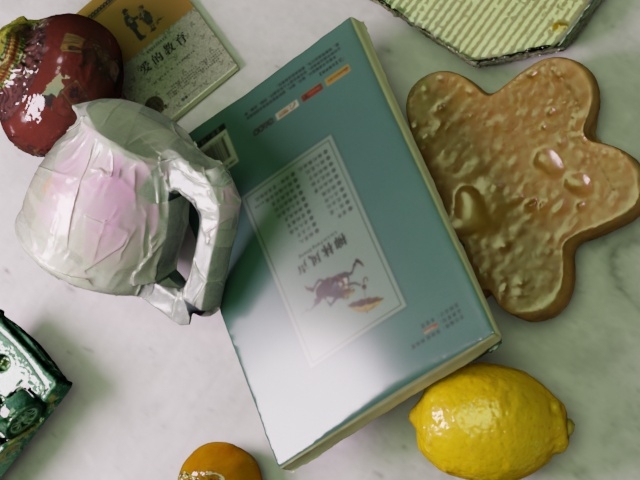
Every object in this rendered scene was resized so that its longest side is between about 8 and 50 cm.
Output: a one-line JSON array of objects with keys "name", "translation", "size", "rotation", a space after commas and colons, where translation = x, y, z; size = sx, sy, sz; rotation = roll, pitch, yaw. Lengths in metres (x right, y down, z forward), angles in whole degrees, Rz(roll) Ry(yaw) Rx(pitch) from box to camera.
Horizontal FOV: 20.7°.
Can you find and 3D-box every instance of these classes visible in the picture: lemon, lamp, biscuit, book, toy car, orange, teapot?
[{"name": "lemon", "translation": [0.159, 0.171, 1.639], "size": [0.155, 0.114, 0.114], "rotation": [7, 83, 8]}, {"name": "lamp", "translation": [-0.283, -0.167, 1.821], "size": [0.157, 0.135, 0.156], "rotation": [13, 77, 55]}, {"name": "biscuit", "translation": [0.138, -0.027, 1.711], "size": [0.355, 0.052, 0.275], "rotation": [-33, 69, 12]}, {"name": "biscuit", "translation": [0.151, -0.262, 1.750], "size": [0.250, 0.046, 0.147], "rotation": [35, 92, 21]}, {"name": "book", "translation": [-0.177, -0.211, 1.870], "size": [0.118, 0.012, 0.172], "rotation": [-39, 71, 8]}, {"name": "toy car", "translation": [-0.398, 0.220, 1.823], "size": [0.141, 0.097, 0.320], "rotation": [43, 97, 20]}, {"name": "orange", "translation": [-0.099, 0.239, 1.740], "size": [0.086, 0.062, 0.086], "rotation": [-3, 78, 15]}, {"name": "teapot", "translation": [-0.191, -0.035, 1.725], "size": [0.221, 0.163, 0.178], "rotation": [50, 126, 41]}, {"name": "book", "translation": [0.000, 0.000, 1.705], "size": [0.264, 0.031, 0.379], "rotation": [-33, 62, 23]}]

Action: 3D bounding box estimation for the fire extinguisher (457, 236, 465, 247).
[{"name": "fire extinguisher", "translation": [0.104, -0.018, 1.681], "size": [0.083, 0.022, 0.028], "rotation": [46, 133, 24]}]
